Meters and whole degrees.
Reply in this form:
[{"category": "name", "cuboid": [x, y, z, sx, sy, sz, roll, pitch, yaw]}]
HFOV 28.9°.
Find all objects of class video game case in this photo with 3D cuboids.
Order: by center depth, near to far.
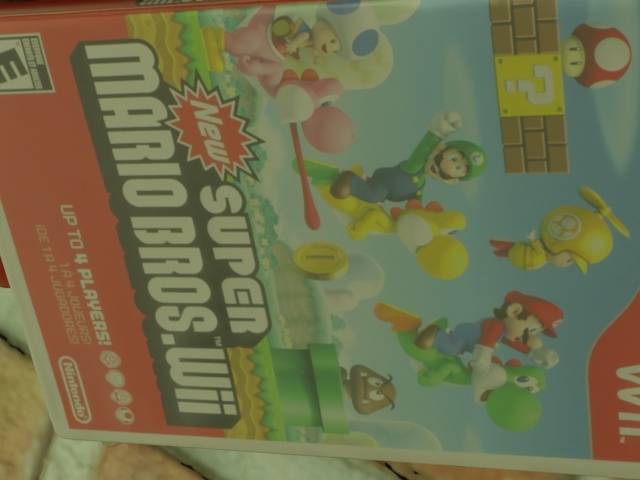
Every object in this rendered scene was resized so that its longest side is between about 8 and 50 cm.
[{"category": "video game case", "cuboid": [0.000, 0.000, 0.488, 0.285, 0.025, 0.204, 0, 119, 19]}]

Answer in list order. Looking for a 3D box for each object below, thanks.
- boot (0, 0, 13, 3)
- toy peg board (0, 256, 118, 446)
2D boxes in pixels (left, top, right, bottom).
[{"category": "boot", "cuboid": [-0.191, -0.150, 0.572, 0.073, 0.197, 0.152, -40, 87, -22]}, {"category": "toy peg board", "cuboid": [-0.086, 0.004, 0.583, 0.161, 0.079, 0.161, -26, 86, 22]}]
